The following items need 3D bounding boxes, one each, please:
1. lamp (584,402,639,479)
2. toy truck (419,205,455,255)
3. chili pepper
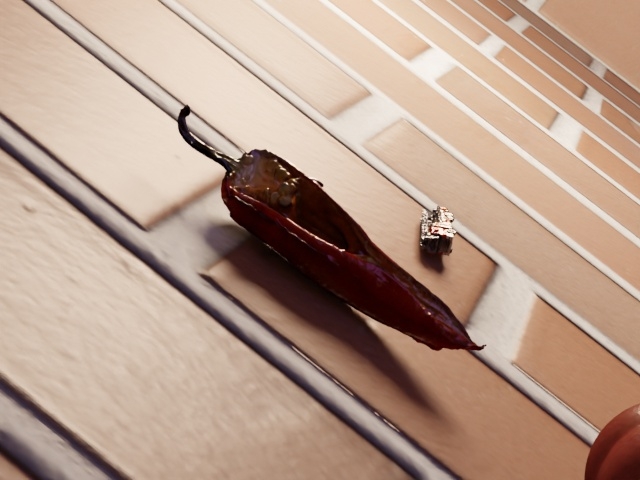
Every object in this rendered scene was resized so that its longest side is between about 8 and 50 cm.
[{"bbox_3d":[0.260,0.166,0.767,0.182,0.140,0.182,22,17,-7],"label":"lamp"},{"bbox_3d":[0.101,-0.008,1.050,0.032,0.024,0.083,12,21,-2],"label":"toy truck"},{"bbox_3d":[0.000,0.000,0.837,0.268,0.050,0.059,38,44,-1],"label":"chili pepper"}]
